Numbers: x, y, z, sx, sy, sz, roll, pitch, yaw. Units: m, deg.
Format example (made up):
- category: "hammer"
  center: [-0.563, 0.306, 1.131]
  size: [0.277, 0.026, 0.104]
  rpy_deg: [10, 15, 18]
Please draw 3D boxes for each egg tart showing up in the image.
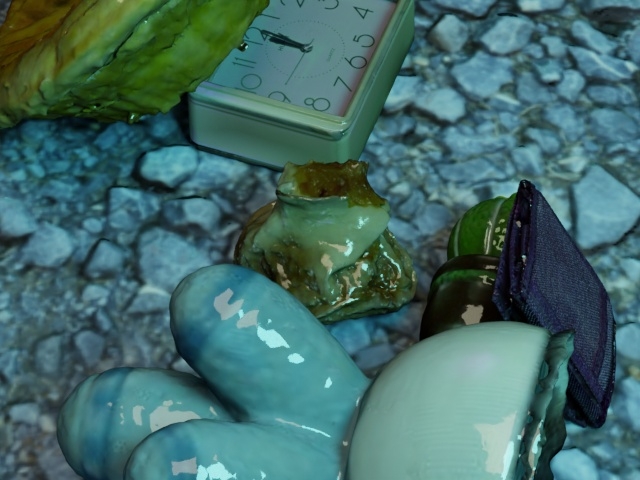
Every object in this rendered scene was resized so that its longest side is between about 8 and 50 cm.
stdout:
- category: "egg tart"
  center: [-0.141, -0.199, 1.367]
  size: [0.132, 0.341, 0.341]
  rpy_deg: [41, 51, -24]

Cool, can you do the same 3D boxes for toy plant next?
- category: "toy plant"
  center: [-0.014, 0.140, 1.108]
  size: [0.332, 0.247, 0.247]
  rpy_deg: [10, 53, 11]
- category: "toy plant"
  center: [0.130, 0.032, 1.266]
  size: [0.093, 0.093, 0.162]
  rpy_deg: [12, 50, 10]

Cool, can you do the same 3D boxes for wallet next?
- category: "wallet"
  center: [0.175, 0.046, 1.216]
  size: [0.030, 0.166, 0.111]
  rpy_deg: [-8, 48, 31]

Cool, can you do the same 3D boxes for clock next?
- category: "clock"
  center: [-0.015, -0.151, 1.424]
  size: [0.147, 0.071, 0.192]
  rpy_deg: [16, 55, 13]

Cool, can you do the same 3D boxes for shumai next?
- category: "shumai"
  center: [-0.002, -0.003, 1.279]
  size: [0.145, 0.116, 0.145]
  rpy_deg: [0, 54, 0]
